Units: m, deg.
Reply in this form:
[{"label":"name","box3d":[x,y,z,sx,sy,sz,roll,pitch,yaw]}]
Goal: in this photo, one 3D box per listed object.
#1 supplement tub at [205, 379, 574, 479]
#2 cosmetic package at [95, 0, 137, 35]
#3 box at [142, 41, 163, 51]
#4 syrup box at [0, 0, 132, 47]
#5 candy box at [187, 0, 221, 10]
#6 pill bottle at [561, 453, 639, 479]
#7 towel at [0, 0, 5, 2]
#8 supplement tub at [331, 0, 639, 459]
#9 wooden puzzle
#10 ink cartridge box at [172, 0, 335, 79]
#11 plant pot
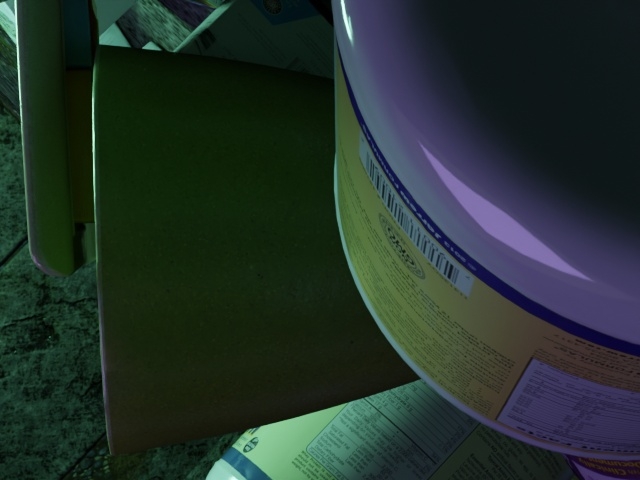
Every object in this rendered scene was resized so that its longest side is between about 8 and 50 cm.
[{"label":"supplement tub","box3d":[0.085,0.176,1.391,0.235,0.325,0.235,42,169,10]},{"label":"cosmetic package","box3d":[-0.301,-0.348,1.436,0.284,0.097,0.377,46,169,7]},{"label":"box","box3d":[-0.200,-0.095,1.809,0.119,0.182,0.181,42,169,15]},{"label":"syrup box","box3d":[-0.310,-0.267,1.791,0.093,0.096,0.237,36,166,31]},{"label":"candy box","box3d":[-0.135,-0.218,1.201,0.109,0.053,0.187,16,-177,5]},{"label":"pill bottle","box3d":[0.199,0.063,0.952,0.169,0.169,0.301,32,164,50]},{"label":"towel","box3d":[-0.318,-0.333,1.120,0.370,0.040,0.271,60,177,-9]},{"label":"supplement tub","box3d":[0.124,-0.047,0.604,0.241,0.241,0.331,42,170,11]},{"label":"wooden puzzle","box3d":[-0.174,-0.089,1.151,0.238,0.044,0.221,-117,24,-88]},{"label":"ink cartridge box","box3d":[-0.071,-0.115,1.245,0.104,0.180,0.060,47,170,-15]},{"label":"plant pot","box3d":[0.000,0.000,1.091,0.275,0.294,0.274,178,90,-84]}]
